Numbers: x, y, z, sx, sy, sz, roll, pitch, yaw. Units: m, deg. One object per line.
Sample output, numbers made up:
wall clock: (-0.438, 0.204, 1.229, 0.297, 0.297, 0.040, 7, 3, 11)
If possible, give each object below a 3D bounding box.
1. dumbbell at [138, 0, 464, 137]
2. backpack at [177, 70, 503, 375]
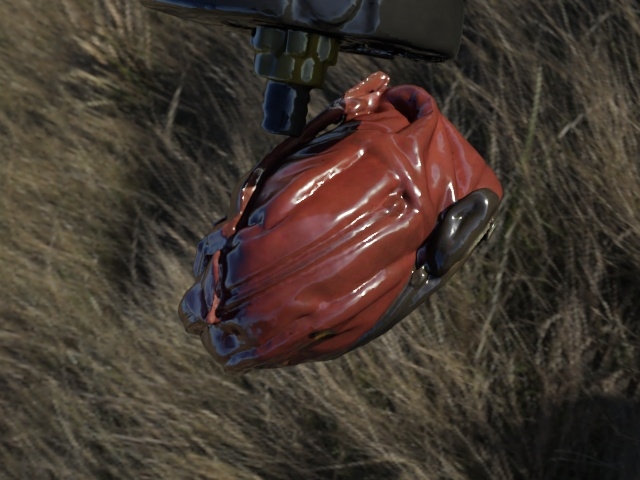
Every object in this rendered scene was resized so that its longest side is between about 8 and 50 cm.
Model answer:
dumbbell: (0.011, -0.248, 0.508, 0.185, 0.185, 0.389, 19, 103, 47)
backpack: (0.001, 0.002, 0.639, 0.229, 0.229, 0.139, -38, 91, 27)
